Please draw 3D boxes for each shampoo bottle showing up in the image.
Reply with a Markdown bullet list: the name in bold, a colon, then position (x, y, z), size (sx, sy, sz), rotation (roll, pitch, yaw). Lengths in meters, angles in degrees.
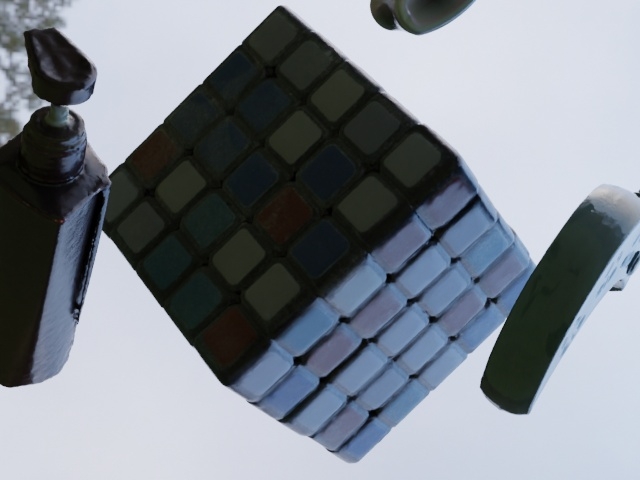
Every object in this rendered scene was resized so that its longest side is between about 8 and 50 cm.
- **shampoo bottle**: position (-0.160, -0.010, 0.657), size (0.068, 0.067, 0.236), rotation (38, -45, 14)
- **shampoo bottle**: position (0.076, -0.185, 0.859), size (0.043, 0.072, 0.099), rotation (55, -3, -17)

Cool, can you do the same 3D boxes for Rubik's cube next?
- **Rubik's cube**: position (0.000, 0.000, 1.147), size (0.293, 0.292, 0.287), rotation (-43, -125, 1)

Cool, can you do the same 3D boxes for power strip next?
- **power strip**: position (0.230, 0.030, 0.998), size (0.054, 0.253, 0.168), rotation (32, -41, 19)
